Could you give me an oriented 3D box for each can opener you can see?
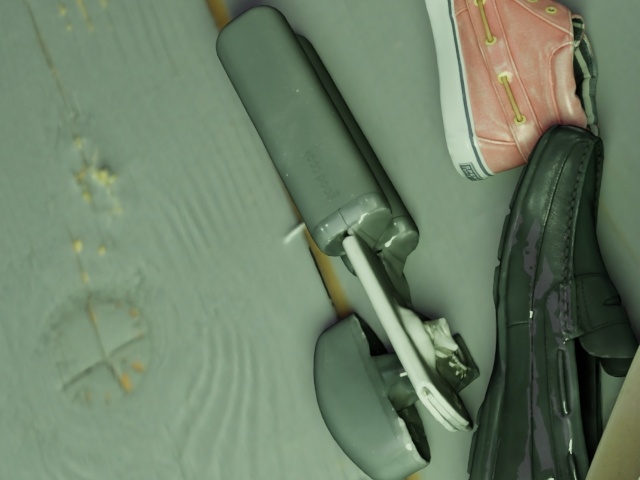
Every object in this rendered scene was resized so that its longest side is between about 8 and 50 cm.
[{"bbox_3d":[0.000,0.000,1.002,0.095,0.076,0.283,-34,59,11],"label":"can opener"}]

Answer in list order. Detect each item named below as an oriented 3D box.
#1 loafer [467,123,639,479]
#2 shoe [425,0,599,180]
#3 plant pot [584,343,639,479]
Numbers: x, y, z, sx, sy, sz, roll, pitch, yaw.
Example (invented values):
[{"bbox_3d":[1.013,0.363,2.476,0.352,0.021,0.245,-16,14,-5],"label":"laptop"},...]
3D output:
[{"bbox_3d":[0.128,0.051,0.923,0.078,0.076,0.223,4,78,22],"label":"loafer"},{"bbox_3d":[0.105,-0.124,1.005,0.081,0.063,0.178,-13,71,20],"label":"shoe"},{"bbox_3d":[0.261,0.109,0.742,0.274,0.256,0.256,23,82,6],"label":"plant pot"}]
